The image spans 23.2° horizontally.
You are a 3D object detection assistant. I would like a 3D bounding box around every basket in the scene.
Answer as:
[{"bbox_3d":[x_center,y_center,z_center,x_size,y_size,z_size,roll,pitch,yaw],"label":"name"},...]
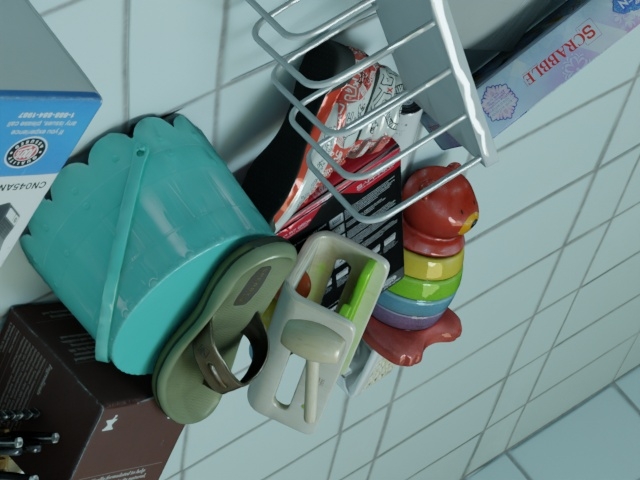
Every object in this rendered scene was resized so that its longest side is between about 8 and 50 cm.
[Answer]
[{"bbox_3d":[0.076,0.156,2.544,0.103,0.113,0.167,-24,152,-36],"label":"basket"}]

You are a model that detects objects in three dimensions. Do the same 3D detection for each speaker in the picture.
[{"bbox_3d":[0.104,-0.149,2.125,0.055,0.055,0.136,-28,153,-25],"label":"speaker"}]

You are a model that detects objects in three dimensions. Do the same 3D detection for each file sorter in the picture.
[{"bbox_3d":[0.045,-0.190,1.696,0.173,0.193,0.277,-31,131,-9],"label":"file sorter"}]

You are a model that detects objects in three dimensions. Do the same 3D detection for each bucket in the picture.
[{"bbox_3d":[-0.191,0.013,1.822,0.281,0.183,0.281,-32,155,-17],"label":"bucket"}]

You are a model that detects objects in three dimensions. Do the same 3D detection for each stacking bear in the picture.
[{"bbox_3d":[0.154,0.017,2.367,0.175,0.164,0.289,-26,143,-46],"label":"stacking bear"}]

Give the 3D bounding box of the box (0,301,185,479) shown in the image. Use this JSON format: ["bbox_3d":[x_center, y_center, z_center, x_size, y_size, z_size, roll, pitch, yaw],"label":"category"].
[{"bbox_3d":[-0.294,0.197,1.938,0.168,0.203,0.167,-3,127,-50],"label":"box"}]

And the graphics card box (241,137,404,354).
[{"bbox_3d":[0.000,0.000,2.132,0.233,0.094,0.371,-35,154,-13],"label":"graphics card box"}]

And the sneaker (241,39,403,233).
[{"bbox_3d":[0.007,-0.105,1.923,0.145,0.090,0.270,16,103,-44],"label":"sneaker"}]

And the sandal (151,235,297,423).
[{"bbox_3d":[-0.106,0.120,1.798,0.120,0.086,0.303,-17,148,-42],"label":"sandal"}]

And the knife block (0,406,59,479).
[{"bbox_3d":[-0.436,0.290,1.875,0.275,0.242,0.088,-50,153,21],"label":"knife block"}]

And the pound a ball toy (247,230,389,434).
[{"bbox_3d":[-0.029,0.132,2.008,0.208,0.136,0.319,-60,173,-38],"label":"pound a ball toy"}]

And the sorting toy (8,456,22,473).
[{"bbox_3d":[-0.418,0.254,2.086,0.307,0.041,0.229,-44,156,9],"label":"sorting toy"}]

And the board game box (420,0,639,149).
[{"bbox_3d":[0.294,-0.243,2.055,0.318,0.066,0.319,-38,-175,-4],"label":"board game box"}]

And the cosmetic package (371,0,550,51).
[{"bbox_3d":[0.178,-0.308,1.904,0.238,0.107,0.127,-1,137,-51],"label":"cosmetic package"}]

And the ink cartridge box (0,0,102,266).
[{"bbox_3d":[-0.425,-0.036,1.420,0.285,0.166,0.395,-6,140,-51],"label":"ink cartridge box"}]
